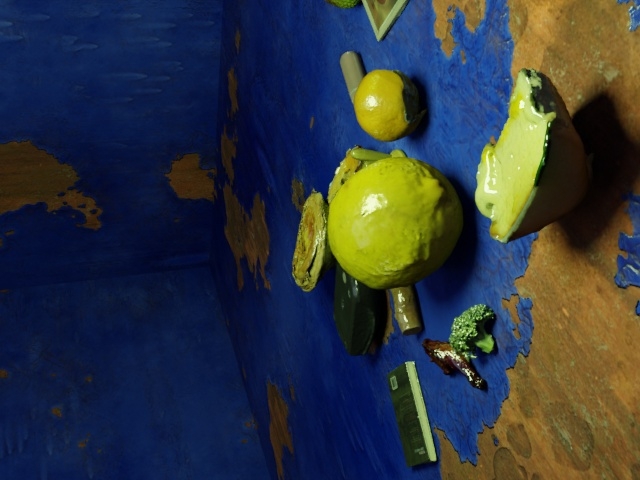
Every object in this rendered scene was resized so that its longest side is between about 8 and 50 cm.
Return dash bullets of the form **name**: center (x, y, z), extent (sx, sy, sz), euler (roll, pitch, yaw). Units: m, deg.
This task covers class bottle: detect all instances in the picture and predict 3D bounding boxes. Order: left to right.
- **bottle**: center (0.086, -0.394, 1.835), extent (0.053, 0.053, 0.140), euler (116, 144, -58)

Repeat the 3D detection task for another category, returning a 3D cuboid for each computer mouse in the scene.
- **computer mouse**: center (0.099, 0.154, 1.902), extent (0.170, 0.100, 0.269), euler (-109, 17, -46)

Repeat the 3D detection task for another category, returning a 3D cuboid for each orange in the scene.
- **orange**: center (0.146, -0.279, 1.553), extent (0.134, 0.157, 0.156), euler (22, 118, 46)

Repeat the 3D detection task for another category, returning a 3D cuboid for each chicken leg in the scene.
- **chicken leg**: center (0.263, 0.243, 1.518), extent (0.093, 0.053, 0.205), euler (63, 172, -10)

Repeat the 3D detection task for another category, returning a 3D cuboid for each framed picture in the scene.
- **framed picture**: center (0.143, -0.592, 1.606), extent (0.289, 0.020, 0.211), euler (136, 116, -67)

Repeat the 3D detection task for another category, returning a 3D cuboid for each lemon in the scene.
- **lemon**: center (0.143, -0.033, 1.466), extent (0.284, 0.261, 0.260), euler (-4, 92, 56)

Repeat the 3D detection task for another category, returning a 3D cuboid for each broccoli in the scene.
- **broccoli**: center (0.289, 0.171, 1.404), extent (0.092, 0.097, 0.095), euler (30, 166, 16)

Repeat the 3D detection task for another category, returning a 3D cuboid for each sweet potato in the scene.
- **sweet potato**: center (0.170, 0.079, 1.726), extent (0.067, 0.059, 0.281), euler (-55, 44, 50)

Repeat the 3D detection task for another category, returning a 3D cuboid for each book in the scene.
- **book**: center (0.210, 0.412, 1.771), extent (0.160, 0.024, 0.228), euler (124, 137, -64)

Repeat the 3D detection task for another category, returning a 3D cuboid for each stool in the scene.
- **stool**: center (0.132, -0.147, 1.688), extent (0.134, 0.111, 0.134), euler (131, 129, -65)

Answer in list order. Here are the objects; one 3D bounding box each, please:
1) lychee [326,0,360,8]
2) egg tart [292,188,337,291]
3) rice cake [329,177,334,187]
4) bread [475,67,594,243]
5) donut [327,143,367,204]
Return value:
- **lychee**: center (0.044, -0.617, 1.802), extent (0.146, 0.114, 0.114), euler (55, 152, 20)
- **egg tart**: center (0.000, 0.000, 2.122), extent (0.297, 0.132, 0.296), euler (-174, 90, -78)
- **rice cake**: center (0.076, -0.073, 1.988), extent (0.127, 0.043, 0.236), euler (123, 139, -64)
- **bread**: center (0.322, -0.112, 1.085), extent (0.251, 0.133, 0.174), euler (103, 160, -51)
- **donut**: center (0.085, -0.159, 1.836), extent (0.181, 0.078, 0.146), euler (142, 147, -64)
